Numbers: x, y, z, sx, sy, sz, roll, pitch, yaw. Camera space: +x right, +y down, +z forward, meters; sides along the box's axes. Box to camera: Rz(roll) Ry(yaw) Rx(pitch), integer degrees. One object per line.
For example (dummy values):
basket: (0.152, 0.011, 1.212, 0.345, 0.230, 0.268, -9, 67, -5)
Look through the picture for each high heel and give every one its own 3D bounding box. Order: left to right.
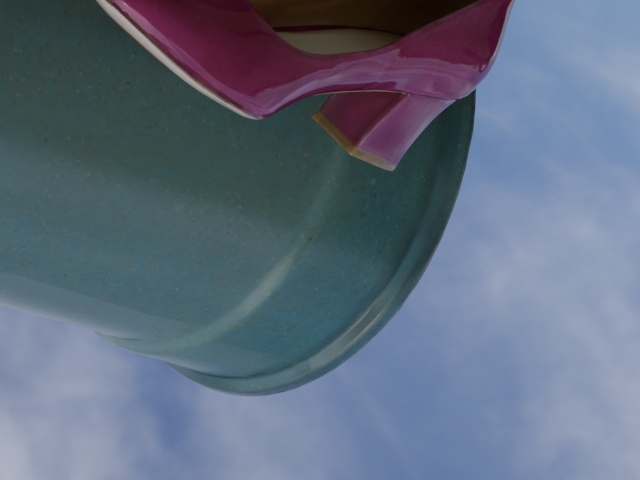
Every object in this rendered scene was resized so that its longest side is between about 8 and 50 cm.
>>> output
high heel: (0.003, -0.109, 0.679, 0.244, 0.117, 0.082, 21, -160, -49)

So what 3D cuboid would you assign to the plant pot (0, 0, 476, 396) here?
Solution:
plant pot: (-0.144, -0.095, 0.858, 0.334, 0.341, 0.341, 14, -142, -46)
